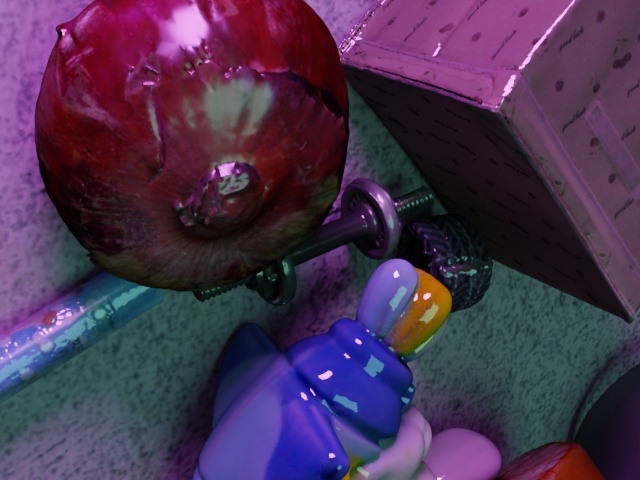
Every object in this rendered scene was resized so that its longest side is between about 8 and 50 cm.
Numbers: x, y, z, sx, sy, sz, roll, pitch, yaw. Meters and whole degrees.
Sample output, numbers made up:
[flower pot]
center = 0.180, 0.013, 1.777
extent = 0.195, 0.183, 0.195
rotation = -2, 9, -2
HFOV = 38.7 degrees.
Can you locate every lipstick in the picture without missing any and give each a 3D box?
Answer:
[lipstick]
center = -0.204, 0.070, 0.728
extent = 0.158, 0.048, 0.048
rotation = -33, 122, -21

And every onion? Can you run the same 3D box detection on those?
[onion]
center = -0.088, -0.076, 0.670
extent = 0.246, 0.190, 0.246
rotation = -14, 129, -18

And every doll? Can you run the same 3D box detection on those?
[doll]
center = 0.004, 0.203, 0.851
extent = 0.376, 0.187, 0.366
rotation = -43, 137, -36

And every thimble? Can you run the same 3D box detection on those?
[thimble]
center = 0.117, 0.025, 0.905
extent = 0.066, 0.104, 0.095
rotation = -13, 73, -21

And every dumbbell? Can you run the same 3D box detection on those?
[dumbbell]
center = 0.000, 0.000, 0.822
extent = 0.254, 0.081, 0.082
rotation = -23, 118, -27

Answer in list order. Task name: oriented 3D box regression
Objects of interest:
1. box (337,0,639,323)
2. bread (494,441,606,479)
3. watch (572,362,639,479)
[box]
center = 0.199, -0.110, 0.829
extent = 0.190, 0.225, 0.297
rotation = -50, 127, -9
[bread]
center = 0.169, 0.340, 0.947
extent = 0.327, 0.295, 0.114
rotation = -34, 78, -16
[watch]
center = 0.488, 0.322, 1.172
extent = 0.326, 0.314, 0.335
rotation = 11, 111, -24
